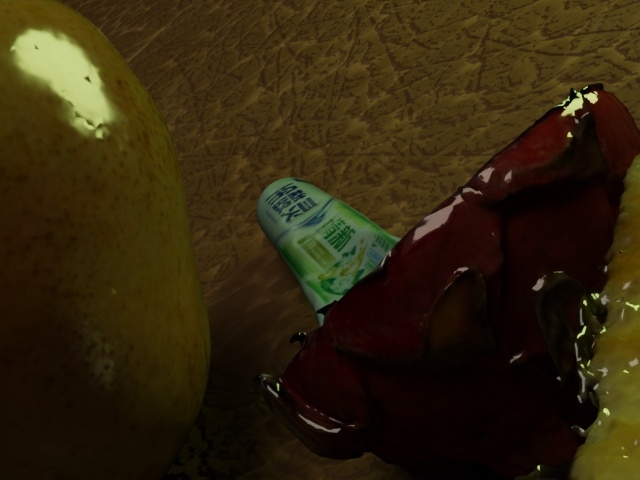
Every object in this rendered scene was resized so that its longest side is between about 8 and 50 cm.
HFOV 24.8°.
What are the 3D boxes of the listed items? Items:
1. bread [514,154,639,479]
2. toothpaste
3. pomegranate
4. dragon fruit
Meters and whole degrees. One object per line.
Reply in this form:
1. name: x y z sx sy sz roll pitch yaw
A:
1. bread: 0.177 0.074 0.515 0.147 0.160 0.260 -12 25 26
2. toothpaste: 0.000 0.000 0.943 0.075 0.048 0.297 -42 16 -1
3. pomegranate: -0.262 0.037 0.816 0.417 0.416 0.416 -27 25 14
4. dragon fruit: 0.098 0.048 0.702 0.224 0.148 0.218 -43 -6 1
